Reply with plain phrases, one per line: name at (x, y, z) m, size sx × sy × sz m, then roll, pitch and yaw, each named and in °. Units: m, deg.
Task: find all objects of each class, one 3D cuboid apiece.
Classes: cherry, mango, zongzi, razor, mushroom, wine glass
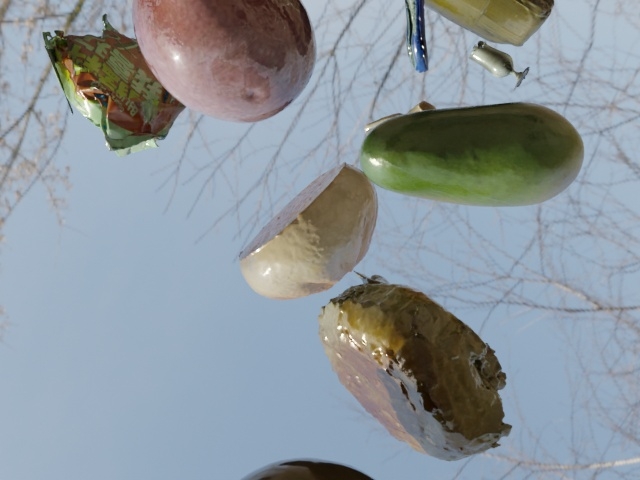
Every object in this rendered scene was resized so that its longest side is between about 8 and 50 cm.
cherry at (-0.131, -0.253, 0.903) m, size 0.239 × 0.206 × 0.239 m, roll 25°, pitch -139°, yaw -24°
mango at (0.161, -0.088, 0.793) m, size 0.250 × 0.114 × 0.156 m, roll -7°, pitch -168°, yaw -9°
zongzi at (0.242, -0.460, 1.178) m, size 0.273 × 0.145 × 0.300 m, roll 26°, pitch -135°, yaw -9°
razor at (0.109, -0.351, 0.861) m, size 0.056 × 0.324 × 0.093 m, roll -4°, pitch -145°, yaw -1°
mushroom at (0.184, -0.277, 1.703) m, size 0.059 × 0.202 × 0.055 m, roll 32°, pitch -120°, yaw -36°
wine glass at (0.249, -0.247, 1.028) m, size 0.083 × 0.039 × 0.042 m, roll 36°, pitch -104°, yaw 12°

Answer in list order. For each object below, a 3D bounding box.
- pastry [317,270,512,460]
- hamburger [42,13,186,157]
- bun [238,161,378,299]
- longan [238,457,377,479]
pastry at (0.111, 0.153, 0.899) m, size 0.120 × 0.235 × 0.257 m, roll -40°, pitch -77°, yaw -23°
hamburger at (-0.377, -0.274, 1.357) m, size 0.260 × 0.150 × 0.276 m, roll 43°, pitch -148°, yaw -2°
bun at (0.000, 0.000, 1.341) m, size 0.165 × 0.299 × 0.299 m, roll 47°, pitch -138°, yaw -11°
longan at (-0.023, 0.369, 0.743) m, size 0.297 × 0.297 × 0.297 m, roll 6°, pitch -140°, yaw -5°
